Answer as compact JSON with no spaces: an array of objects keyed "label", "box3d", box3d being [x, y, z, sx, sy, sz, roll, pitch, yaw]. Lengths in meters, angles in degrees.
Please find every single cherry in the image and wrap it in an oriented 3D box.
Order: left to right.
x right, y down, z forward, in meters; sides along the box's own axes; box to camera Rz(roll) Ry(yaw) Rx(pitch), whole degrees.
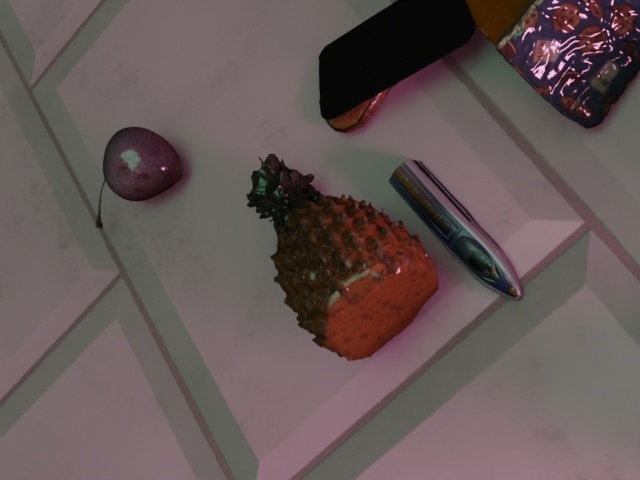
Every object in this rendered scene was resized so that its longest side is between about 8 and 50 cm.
[{"label":"cherry","box3d":[-0.312,-0.100,1.553,0.148,0.115,0.188,9,93,-4]}]

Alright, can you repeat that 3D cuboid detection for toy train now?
[{"label":"toy train","box3d":[0.187,-0.013,1.231,0.055,0.048,0.252,-49,58,18]}]

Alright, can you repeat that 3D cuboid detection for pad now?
[{"label":"pad","box3d":[0.105,-0.292,1.333,0.267,0.004,0.181,-27,45,27]}]

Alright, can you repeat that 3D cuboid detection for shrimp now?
[{"label":"shrimp","box3d":[0.066,-0.249,1.374,0.178,0.034,0.124,-52,51,16]}]

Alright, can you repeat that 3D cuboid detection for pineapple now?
[{"label":"pineapple","box3d":[0.000,0.000,1.271,0.202,0.202,0.362,-53,50,12]}]

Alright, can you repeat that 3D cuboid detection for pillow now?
[{"label":"pillow","box3d":[0.354,-0.280,1.105,0.255,0.189,0.034,-52,27,10]}]

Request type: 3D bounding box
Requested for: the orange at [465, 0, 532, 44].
[{"label":"orange","box3d":[0.271,-0.358,1.184,0.179,0.158,0.237,-23,69,45]}]
